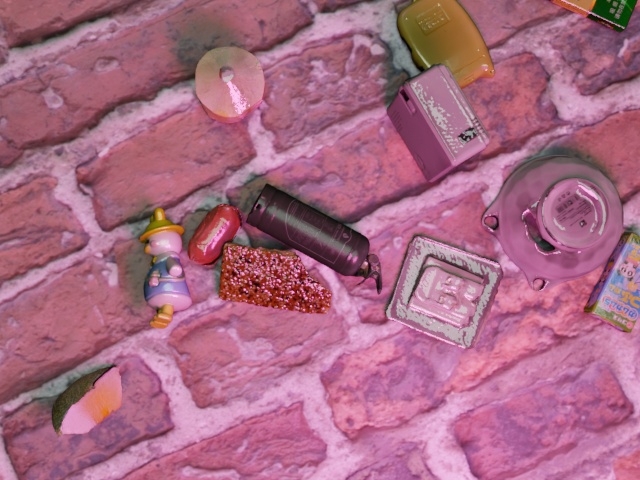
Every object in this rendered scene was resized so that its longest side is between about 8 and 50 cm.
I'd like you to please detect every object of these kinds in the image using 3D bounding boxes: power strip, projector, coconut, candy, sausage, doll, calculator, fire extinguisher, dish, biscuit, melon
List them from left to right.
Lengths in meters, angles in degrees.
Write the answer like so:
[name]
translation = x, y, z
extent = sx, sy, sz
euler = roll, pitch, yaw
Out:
[melon]
translation = -0.483, 0.334, 1.733
extent = 0.140, 0.202, 0.093
euler = -12, 110, 30
[doll]
translation = -0.312, 0.053, 1.742
extent = 0.099, 0.135, 0.241
euler = -13, 72, 6
[sausage]
translation = -0.217, -0.013, 1.778
extent = 0.076, 0.076, 0.141
euler = 34, 87, -1
[coconut]
translation = -0.184, -0.316, 1.756
extent = 0.147, 0.153, 0.147
euler = 0, 85, -5
[biscuit]
translation = -0.088, 0.081, 1.777
extent = 0.237, 0.026, 0.131
euler = 9, 115, -2
[fire extinguisher]
translation = 0.000, 0.000, 1.774
extent = 0.311, 0.095, 0.114
euler = 27, 52, -2
[projector]
translation = 0.230, -0.232, 1.722
extent = 0.099, 0.256, 0.192
euler = -32, 89, -5
[calculator]
translation = 0.264, -0.423, 1.847
extent = 0.157, 0.033, 0.236
euler = -32, 87, -3
[power strip]
translation = 0.263, 0.109, 1.802
extent = 0.213, 0.064, 0.198
euler = 19, 84, -1
[dish]
translation = 0.506, -0.049, 1.797
extent = 0.303, 0.120, 0.303
euler = 0, 86, -4
[candy]
translation = 0.646, 0.088, 1.826
extent = 0.097, 0.062, 0.194
euler = 28, 87, -2

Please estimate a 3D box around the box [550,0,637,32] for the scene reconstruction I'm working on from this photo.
[box]
translation = 0.571, -0.555, 1.869
extent = 0.235, 0.034, 0.132
euler = 24, 86, -1
